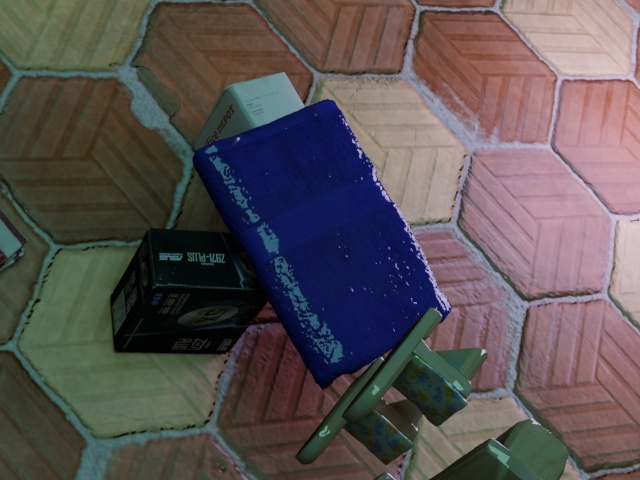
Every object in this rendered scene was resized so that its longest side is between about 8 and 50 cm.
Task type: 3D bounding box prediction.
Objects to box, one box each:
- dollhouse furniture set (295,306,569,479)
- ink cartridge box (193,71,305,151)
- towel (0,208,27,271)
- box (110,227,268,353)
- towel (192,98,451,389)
[{"bbox_3d":[0.114,0.341,1.382,0.362,0.394,0.256,41,54,1],"label":"dollhouse furniture set"},{"bbox_3d":[-0.058,-0.083,1.684,0.093,0.160,0.219,-20,74,-33],"label":"ink cartridge box"},{"bbox_3d":[-0.534,0.004,1.493,0.237,0.037,0.329,48,53,9],"label":"towel"},{"bbox_3d":[-0.155,0.064,1.544,0.147,0.180,0.077,3,60,-24],"label":"box"},{"bbox_3d":[0.000,0.000,1.519,0.228,0.076,0.308,-25,82,-39],"label":"towel"}]
